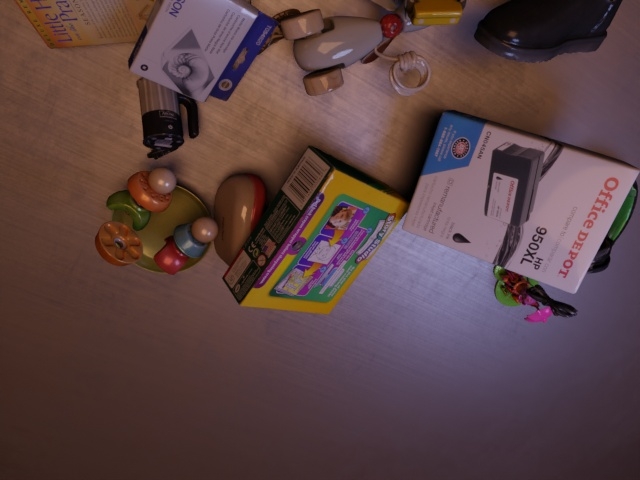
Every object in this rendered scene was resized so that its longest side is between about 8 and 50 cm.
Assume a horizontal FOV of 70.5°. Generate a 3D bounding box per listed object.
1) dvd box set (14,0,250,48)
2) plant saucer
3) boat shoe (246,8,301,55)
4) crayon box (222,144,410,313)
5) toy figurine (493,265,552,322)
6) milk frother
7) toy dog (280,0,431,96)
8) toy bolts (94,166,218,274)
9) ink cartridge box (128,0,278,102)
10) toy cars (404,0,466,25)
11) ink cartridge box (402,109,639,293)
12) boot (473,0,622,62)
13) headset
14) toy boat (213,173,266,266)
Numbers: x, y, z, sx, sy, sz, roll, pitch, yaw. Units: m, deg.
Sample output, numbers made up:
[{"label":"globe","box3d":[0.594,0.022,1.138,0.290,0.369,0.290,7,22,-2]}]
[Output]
[{"label":"dvd box set","box3d":[-0.344,-0.488,0.802,0.420,0.062,0.307,-7,159,-3]},{"label":"plant saucer","box3d":[-0.384,-0.033,1.115,0.241,0.037,0.241,-2,114,-5]},{"label":"boat shoe","box3d":[-0.100,-0.445,0.958,0.135,0.045,0.050,-28,124,9]},{"label":"crayon box","box3d":[0.000,0.000,1.056,0.313,0.106,0.363,15,116,-50]},{"label":"toy figurine","box3d":[0.564,0.149,1.235,0.130,0.159,0.173,-34,112,9]},{"label":"milk frother","box3d":[-0.352,-0.261,0.991,0.143,0.129,0.134,-14,79,30]},{"label":"toy dog","box3d":[0.069,-0.426,0.947,0.334,0.161,0.220,-7,121,-19]},{"label":"toy bolts","box3d":[-0.342,-0.030,0.991,0.158,0.218,0.228,-33,121,23]},{"label":"ink cartridge box","box3d":[-0.224,-0.380,0.888,0.224,0.045,0.223,12,136,-40]},{"label":"toy cars","box3d":[0.117,-0.502,0.842,0.176,0.087,0.394,-40,70,-19]},{"label":"ink cartridge box","box3d":[0.425,-0.098,1.017,0.395,0.166,0.285,22,112,16]},{"label":"boot","box3d":[0.493,-0.563,0.793,0.367,0.146,0.445,-21,147,-29]},{"label":"headset","box3d":[0.680,0.010,1.146,0.394,0.185,0.243,-46,132,-1]},{"label":"toy boat","box3d":[-0.165,-0.047,1.095,0.151,0.151,0.231,-10,119,-35]}]
